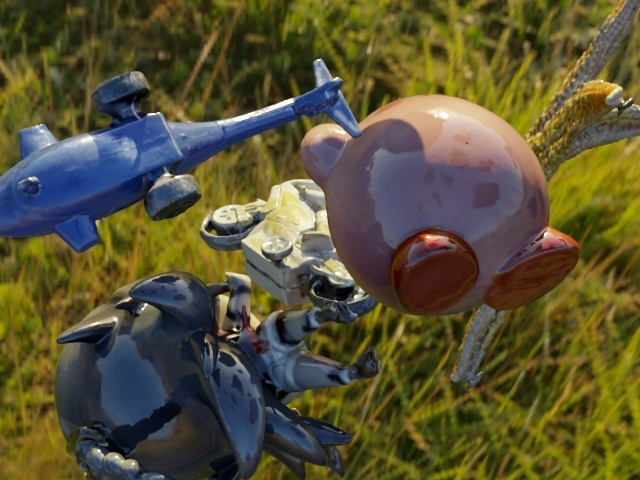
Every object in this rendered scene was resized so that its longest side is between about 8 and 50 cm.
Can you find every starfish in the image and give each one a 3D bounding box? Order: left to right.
[{"bbox_3d":[0.277,-0.086,1.811,0.132,0.384,0.398,37,47,11],"label":"starfish"}]

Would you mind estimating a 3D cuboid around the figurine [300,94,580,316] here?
[{"bbox_3d":[0.085,-0.028,1.249,0.173,0.173,0.173,3,64,-6],"label":"figurine"}]

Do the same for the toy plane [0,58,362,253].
[{"bbox_3d":[-0.055,-0.034,0.636,0.167,0.062,0.054,-22,80,-29],"label":"toy plane"}]

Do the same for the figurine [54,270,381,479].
[{"bbox_3d":[-0.087,0.102,1.212,0.197,0.265,0.175,-9,83,-19],"label":"figurine"}]

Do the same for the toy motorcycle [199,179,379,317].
[{"bbox_3d":[0.000,0.000,1.501,0.151,0.074,0.228,-29,35,-29],"label":"toy motorcycle"}]
